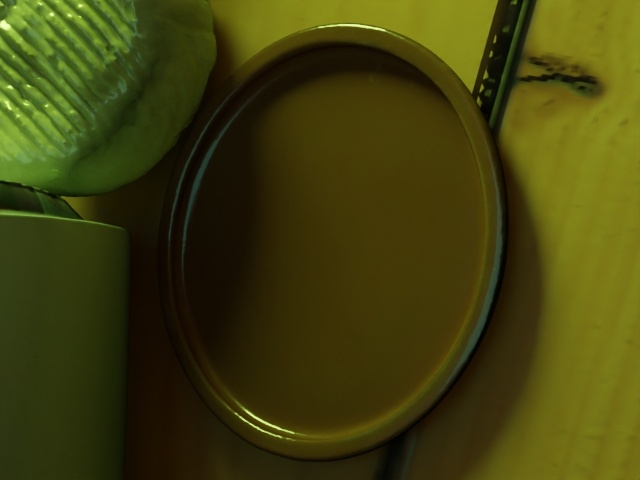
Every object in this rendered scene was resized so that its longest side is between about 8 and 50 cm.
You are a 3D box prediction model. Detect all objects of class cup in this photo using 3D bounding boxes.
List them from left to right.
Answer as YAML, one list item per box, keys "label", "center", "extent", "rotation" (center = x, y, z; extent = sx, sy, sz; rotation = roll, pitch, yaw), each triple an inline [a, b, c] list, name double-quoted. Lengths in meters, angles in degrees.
- label: "cup"
  center: [-0.241, 0.153, 0.772]
  extent: [0.253, 0.253, 0.371]
  rotation: [-4, 84, 38]

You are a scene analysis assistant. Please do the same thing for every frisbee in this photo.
- label: "frisbee"
  center: [0.000, 0.000, 0.743]
  extent: [0.251, 0.021, 0.250]
  rotation: [-7, 79, 39]

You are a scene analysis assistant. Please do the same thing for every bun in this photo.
- label: "bun"
  center: [-0.150, -0.109, 0.827]
  extent: [0.164, 0.111, 0.188]
  rotation: [39, 101, 23]
